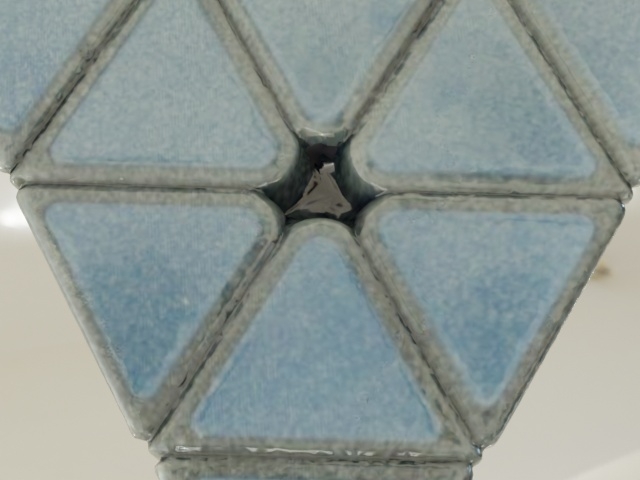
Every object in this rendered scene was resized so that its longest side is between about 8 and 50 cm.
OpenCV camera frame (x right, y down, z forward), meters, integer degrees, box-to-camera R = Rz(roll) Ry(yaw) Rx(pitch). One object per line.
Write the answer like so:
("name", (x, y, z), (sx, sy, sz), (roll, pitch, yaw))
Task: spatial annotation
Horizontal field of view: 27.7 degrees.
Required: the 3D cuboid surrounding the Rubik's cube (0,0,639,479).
("Rubik's cube", (0.002, 0.000, 0.507), (0.228, 0.228, 0.233), (19, -155, 42))
